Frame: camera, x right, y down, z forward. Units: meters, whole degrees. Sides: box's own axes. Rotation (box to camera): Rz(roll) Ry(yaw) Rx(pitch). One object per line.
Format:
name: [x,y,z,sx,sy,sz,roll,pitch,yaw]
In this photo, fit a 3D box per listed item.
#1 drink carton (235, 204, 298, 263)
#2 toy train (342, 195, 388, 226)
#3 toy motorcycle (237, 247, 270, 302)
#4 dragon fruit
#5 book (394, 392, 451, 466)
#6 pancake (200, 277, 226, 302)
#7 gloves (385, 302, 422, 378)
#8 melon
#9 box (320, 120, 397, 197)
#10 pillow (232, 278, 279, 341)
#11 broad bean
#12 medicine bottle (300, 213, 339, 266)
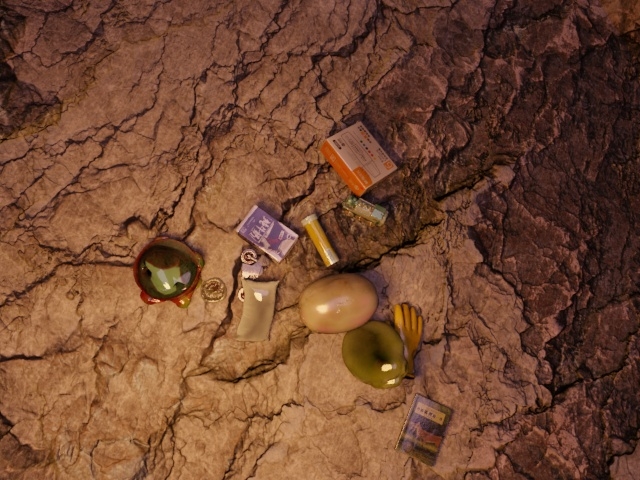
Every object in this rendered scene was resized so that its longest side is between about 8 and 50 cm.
drink carton: [-0.214,-0.020,1.659,0.222,0.102,0.134,36,75,-1]
toy train: [0.182,-0.125,1.709,0.193,0.125,0.081,27,74,-2]
toy motorcycle: [-0.263,0.140,1.637,0.122,0.080,0.216,4,90,-7]
dragon fruit: [-0.581,0.122,1.580,0.268,0.130,0.295,-32,84,-16]
book: [0.405,0.743,1.624,0.160,0.024,0.229,26,78,1]
pancake: [-0.425,0.201,1.634,0.107,0.017,0.108,2,75,-6]
gloves: [0.336,0.395,1.656,0.132,0.116,0.295,24,66,-30]
melon: [0.065,0.241,1.576,0.316,0.223,0.223,-12,81,-10]
box: [0.163,-0.343,1.739,0.220,0.091,0.274,-37,86,-29]
pillow: [-0.248,0.268,1.582,0.144,0.078,0.255,9,98,-6]
broad bean: [0.208,0.428,1.564,0.291,0.119,0.238,33,87,39]
medicine bottle: [0.000,0.000,1.693,0.073,0.074,0.218,-28,86,-11]
